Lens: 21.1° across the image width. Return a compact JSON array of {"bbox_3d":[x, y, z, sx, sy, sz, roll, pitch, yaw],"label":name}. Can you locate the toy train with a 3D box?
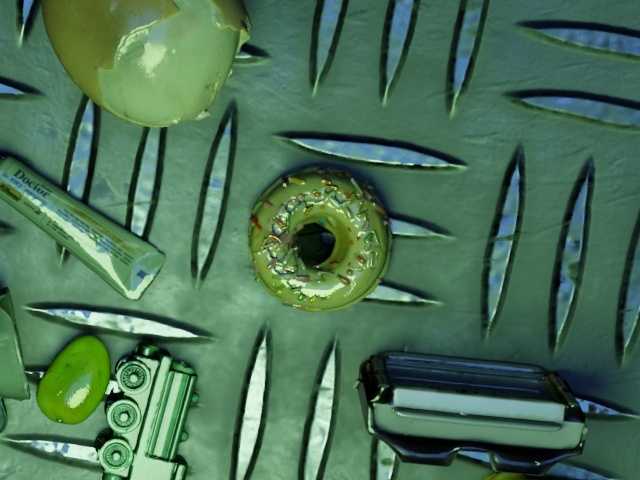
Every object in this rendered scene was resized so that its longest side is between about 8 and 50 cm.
[{"bbox_3d":[-0.195,0.204,1.965,0.111,0.071,0.170,15,92,-13],"label":"toy train"}]

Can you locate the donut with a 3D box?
[{"bbox_3d":[0.000,0.000,1.956,0.175,0.068,0.174,0,95,-3],"label":"donut"}]

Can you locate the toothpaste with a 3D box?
[{"bbox_3d":[-0.295,-0.027,1.957,0.255,0.037,0.067,36,86,-8],"label":"toothpaste"}]

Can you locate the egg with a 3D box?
[{"bbox_3d":[-0.197,-0.241,1.867,0.201,0.201,0.244,-45,82,1],"label":"egg"}]

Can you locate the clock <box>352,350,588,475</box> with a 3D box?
[{"bbox_3d":[0.161,0.191,1.919,0.253,0.186,0.083,6,99,-2],"label":"clock"}]

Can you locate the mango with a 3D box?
[{"bbox_3d":[-0.278,0.158,1.960,0.073,0.056,0.108,23,90,9],"label":"mango"}]

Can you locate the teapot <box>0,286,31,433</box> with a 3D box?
[{"bbox_3d":[-0.440,0.148,1.913,0.225,0.171,0.203,-10,126,-8],"label":"teapot"}]

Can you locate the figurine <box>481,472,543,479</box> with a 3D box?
[{"bbox_3d":[0.192,0.351,1.970,0.246,0.131,0.156,-23,54,14],"label":"figurine"}]
